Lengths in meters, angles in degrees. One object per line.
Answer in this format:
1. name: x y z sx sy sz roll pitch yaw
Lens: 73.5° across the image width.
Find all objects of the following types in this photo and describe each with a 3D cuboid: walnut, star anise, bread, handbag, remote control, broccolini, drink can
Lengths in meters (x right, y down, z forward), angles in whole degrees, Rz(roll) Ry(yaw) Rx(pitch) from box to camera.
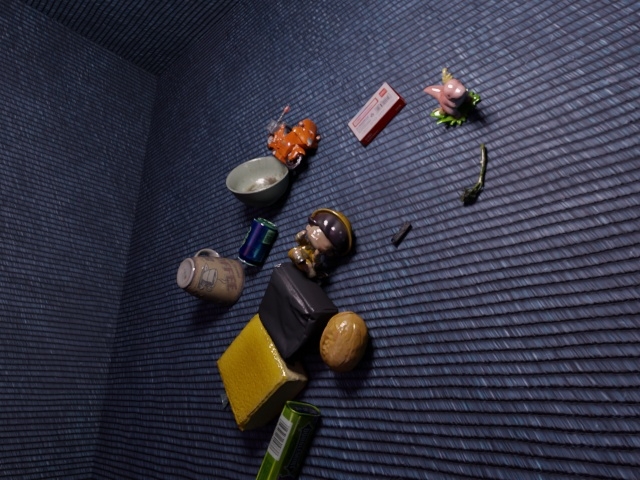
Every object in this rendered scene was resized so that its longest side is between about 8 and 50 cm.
1. walnut: 0.078 0.334 1.409 0.159 0.159 0.206 30 103 46
2. star anise: -0.007 0.130 1.629 0.129 0.056 0.124 -4 74 59
3. bread: -0.235 0.500 1.658 0.323 0.143 0.333 -49 47 18
4. handbag: -0.081 0.266 1.573 0.302 0.178 0.275 48 126 41
5. remote control: 0.273 -0.025 1.446 0.091 0.016 0.034 -54 30 15
6. broccolini: 0.478 -0.201 1.306 0.052 0.054 0.194 22 83 16
7. drink can: -0.280 0.007 1.900 0.118 0.118 0.205 34 98 45

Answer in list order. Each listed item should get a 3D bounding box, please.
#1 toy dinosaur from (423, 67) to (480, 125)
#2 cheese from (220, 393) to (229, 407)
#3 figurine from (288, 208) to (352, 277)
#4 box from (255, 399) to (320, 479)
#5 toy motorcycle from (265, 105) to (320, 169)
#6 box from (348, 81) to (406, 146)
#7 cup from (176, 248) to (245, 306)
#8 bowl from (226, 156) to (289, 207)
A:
1. toy dinosaur: 0.403 -0.448 1.361 0.152 0.177 0.194 -50 45 18
2. cheese: -0.384 0.659 1.826 0.121 0.026 0.067 -45 49 24
3. figurine: -0.001 0.000 1.564 0.257 0.192 0.167 -37 10 -10
4. box: -0.117 0.728 1.466 0.097 0.134 0.345 21 90 50
5. toy motorcycle: -0.129 -0.454 1.899 0.221 0.148 0.325 -51 43 9
6. box: 0.211 -0.483 1.651 0.229 0.050 0.123 -46 47 23
7. cup: -0.523 0.142 1.991 0.227 0.257 0.301 -44 47 20
8. bowl: -0.265 -0.243 1.926 0.289 0.146 0.289 -8 40 7
